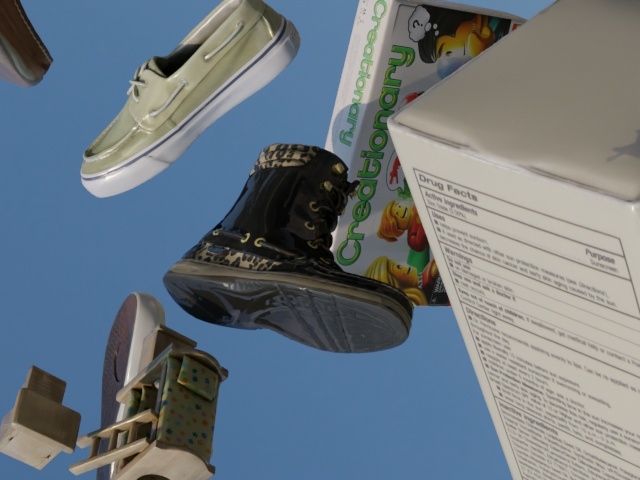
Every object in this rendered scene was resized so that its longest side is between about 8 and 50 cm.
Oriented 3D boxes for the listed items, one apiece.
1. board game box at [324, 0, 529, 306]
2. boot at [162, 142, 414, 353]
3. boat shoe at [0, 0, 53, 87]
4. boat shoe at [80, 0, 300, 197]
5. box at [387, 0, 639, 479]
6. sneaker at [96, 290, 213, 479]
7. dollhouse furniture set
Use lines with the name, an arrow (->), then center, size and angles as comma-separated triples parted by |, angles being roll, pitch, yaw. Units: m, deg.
board game box -> 0.091, -0.084, 1.552 | 0.193, 0.305, 0.053 | 2, -163, -39
boot -> -0.001, -0.001, 1.352 | 0.178, 0.236, 0.085 | -58, -39, -33
boat shoe -> -0.313, -0.263, 1.345 | 0.123, 0.116, 0.324 | 25, 157, 40
boat shoe -> -0.162, -0.166, 1.749 | 0.094, 0.302, 0.109 | 45, -165, -28
box -> 0.149, 0.025, 0.687 | 0.127, 0.148, 0.232 | -36, -56, -23
sneaker -> -0.178, 0.185, 1.757 | 0.123, 0.290, 0.106 | 0, -153, -18
dollhouse furniture set -> -0.166, 0.109, 1.316 | 0.161, 0.101, 0.182 | 29, -140, -24
